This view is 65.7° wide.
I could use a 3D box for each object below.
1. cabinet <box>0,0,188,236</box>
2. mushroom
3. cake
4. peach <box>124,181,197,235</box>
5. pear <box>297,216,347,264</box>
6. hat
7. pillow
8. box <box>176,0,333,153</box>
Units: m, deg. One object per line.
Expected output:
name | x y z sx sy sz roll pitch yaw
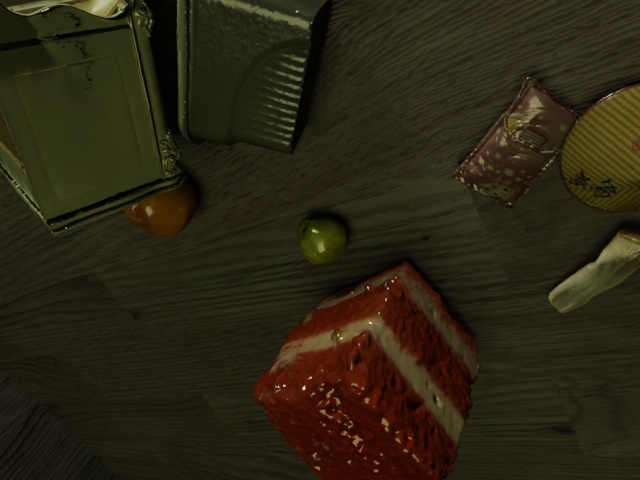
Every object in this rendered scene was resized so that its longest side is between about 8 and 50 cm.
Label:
cabinet | -0.388 -0.235 0.742 0.290 0.228 0.317 33 138 36
mushroom | 0.430 0.051 0.768 0.059 0.054 0.202 31 139 7
cake | 0.091 0.236 0.891 0.270 0.319 0.270 -27 106 41
peach | -0.314 -0.076 0.961 0.138 0.138 0.138 13 131 16
pear | 0.000 0.000 0.902 0.097 0.092 0.092 32 133 -2
hat | 0.408 -0.092 0.617 0.193 0.082 0.193 7 131 8
pillow | 0.278 -0.130 0.695 0.118 0.043 0.185 26 136 -8
box | -0.099 -0.246 0.710 0.178 0.138 0.274 19 137 4
